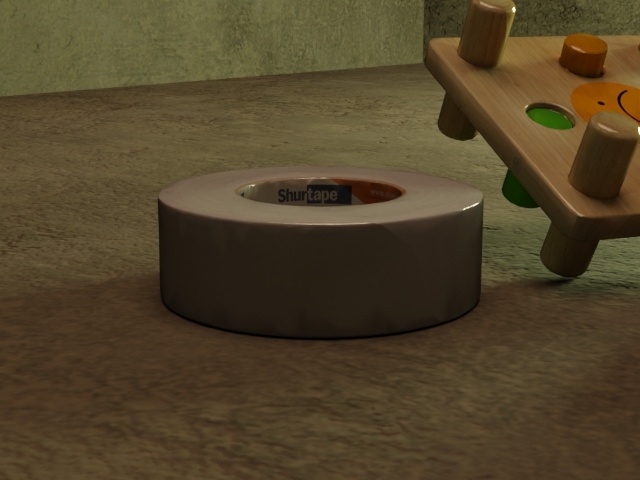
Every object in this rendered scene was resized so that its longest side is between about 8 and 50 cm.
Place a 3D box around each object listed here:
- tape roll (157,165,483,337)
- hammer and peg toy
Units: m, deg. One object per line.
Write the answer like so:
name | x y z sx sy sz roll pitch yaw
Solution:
tape roll | 0.000 0.000 0.740 0.219 0.072 0.219 -1 13 0
hammer and peg toy | 0.265 -0.058 0.821 0.266 0.127 0.361 -5 40 -22
